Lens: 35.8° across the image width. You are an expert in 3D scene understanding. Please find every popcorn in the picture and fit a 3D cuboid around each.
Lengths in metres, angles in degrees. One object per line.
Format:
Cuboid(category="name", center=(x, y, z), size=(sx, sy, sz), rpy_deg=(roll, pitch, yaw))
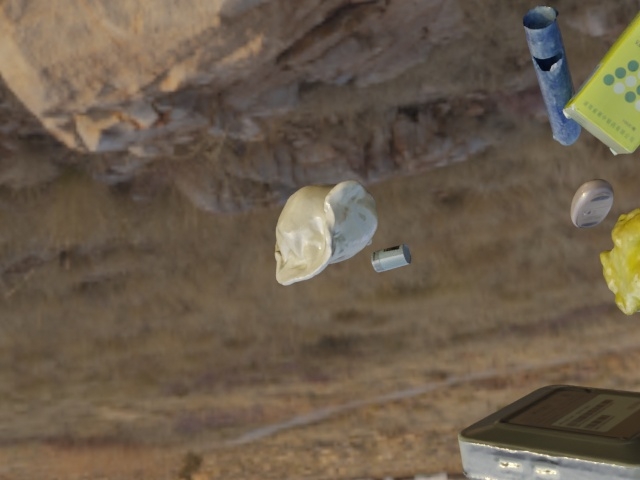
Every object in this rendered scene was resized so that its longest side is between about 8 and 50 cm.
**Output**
Cuboid(category="popcorn", center=(0.580, 0.058, 1.516), size=(0.250, 0.241, 0.235), rpy_deg=(-1, 156, -19))

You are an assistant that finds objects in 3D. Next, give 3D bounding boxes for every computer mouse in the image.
Cuboid(category="computer mouse", center=(0.439, -0.064, 1.611), size=(0.066, 0.039, 0.096), rpy_deg=(-9, 141, -12))

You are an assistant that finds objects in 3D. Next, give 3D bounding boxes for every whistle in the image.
Cuboid(category="whistle", center=(0.420, -0.288, 1.766), size=(0.062, 0.062, 0.304), rpy_deg=(-9, 142, 19))

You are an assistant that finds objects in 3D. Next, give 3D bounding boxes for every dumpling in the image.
Cuboid(category="dumpling", center=(0.000, 0.000, 1.983), size=(0.187, 0.242, 0.318), rpy_deg=(29, 154, -14))

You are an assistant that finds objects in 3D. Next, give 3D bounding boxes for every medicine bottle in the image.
Cuboid(category="medicine bottle", center=(0.548, -0.283, 1.704), size=(0.137, 0.250, 0.141), rpy_deg=(38, -172, 4))

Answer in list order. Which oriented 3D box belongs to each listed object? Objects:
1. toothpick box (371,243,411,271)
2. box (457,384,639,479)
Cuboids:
Cuboid(category="toothpick box", center=(0.169, 0.042, 2.366), size=(0.083, 0.052, 0.052), rpy_deg=(-16, 163, 25))
Cuboid(category="box", center=(0.507, 0.366, 1.837), size=(0.397, 0.111, 0.396), rpy_deg=(1, -172, 39))
